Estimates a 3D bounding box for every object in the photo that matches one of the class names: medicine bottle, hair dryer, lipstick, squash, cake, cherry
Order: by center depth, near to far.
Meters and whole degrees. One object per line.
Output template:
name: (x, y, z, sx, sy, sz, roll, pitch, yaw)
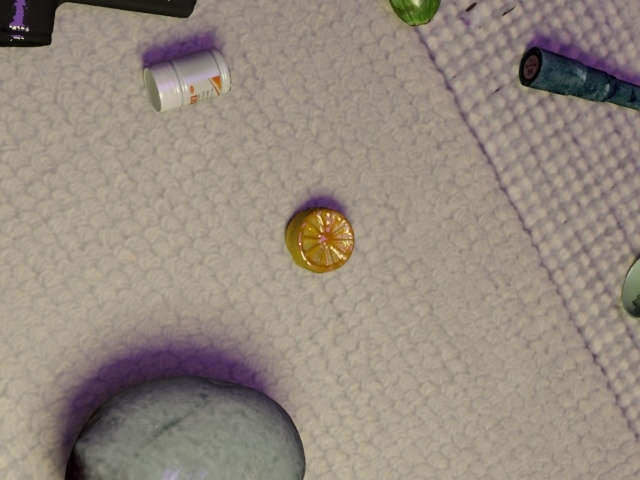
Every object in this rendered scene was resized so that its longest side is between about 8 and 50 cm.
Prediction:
cherry: (-0.139, 0.277, 1.376, 0.296, 0.218, 0.255, 27, 90, -15)
hair dryer: (-0.256, -0.297, 1.385, 0.251, 0.089, 0.197, 7, 88, -31)
medicine bottle: (-0.154, -0.186, 1.432, 0.089, 0.057, 0.057, -19, 100, -20)
cake: (0.000, 0.000, 1.508, 0.084, 0.044, 0.084, -1, 93, -23)
squash: (0.114, -0.374, 1.520, 0.077, 0.068, 0.219, 2, 93, -5)
lipstick: (0.376, -0.203, 1.640, 0.234, 0.053, 0.053, 12, 89, -23)

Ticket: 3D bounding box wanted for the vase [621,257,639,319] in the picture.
vase: (0.528, 0.093, 1.696, 0.219, 0.096, 0.096, 20, 86, -24)
